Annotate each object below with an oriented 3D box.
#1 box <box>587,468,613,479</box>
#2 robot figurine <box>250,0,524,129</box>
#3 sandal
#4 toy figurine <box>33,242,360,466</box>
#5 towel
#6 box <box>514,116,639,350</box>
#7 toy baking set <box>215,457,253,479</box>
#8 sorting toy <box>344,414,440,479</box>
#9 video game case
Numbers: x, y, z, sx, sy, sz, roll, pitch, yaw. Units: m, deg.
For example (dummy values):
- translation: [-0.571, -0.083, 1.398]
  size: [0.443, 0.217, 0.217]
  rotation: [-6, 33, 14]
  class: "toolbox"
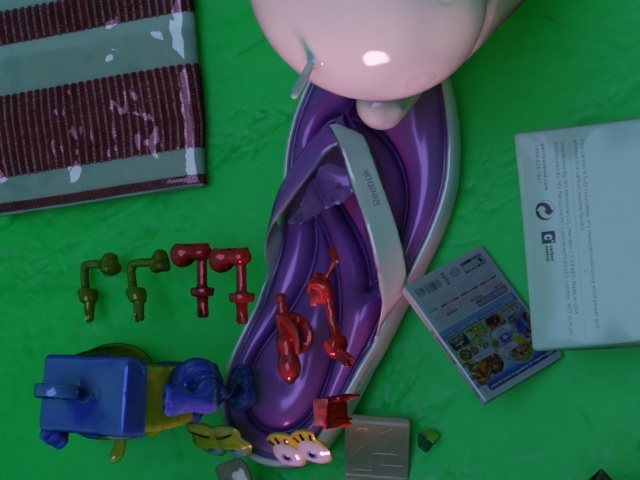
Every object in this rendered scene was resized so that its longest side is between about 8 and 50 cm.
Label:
- translation: [0.181, 0.366, 1.274]
  size: [0.307, 0.076, 0.242]
  rotation: [-45, 82, 13]
  class: "box"
- translation: [0.071, -0.239, 1.339]
  size: [0.199, 0.353, 0.300]
  rotation: [14, 126, 25]
  class: "robot figurine"
- translation: [0.014, 0.003, 1.469]
  size: [0.169, 0.102, 0.416]
  rotation: [14, 91, 22]
  class: "sandal"
- translation: [-0.172, 0.099, 1.422]
  size: [0.362, 0.217, 0.191]
  rotation: [1, 92, 41]
  class: "toy figurine"
- translation: [-0.228, -0.198, 1.623]
  size: [0.237, 0.037, 0.329]
  rotation: [-8, 84, 20]
  class: "towel"
- translation: [0.264, -0.005, 1.358]
  size: [0.182, 0.119, 0.181]
  rotation: [-7, 83, 22]
  class: "box"
- translation: [-0.108, 0.329, 1.475]
  size: [0.197, 0.030, 0.256]
  rotation: [41, 101, 20]
  class: "toy baking set"
- translation: [0.063, 0.184, 1.475]
  size: [0.083, 0.012, 0.062]
  rotation: [3, 106, 6]
  class: "sorting toy"
- translation: [0.138, 0.071, 1.434]
  size: [0.087, 0.011, 0.122]
  rotation: [-27, 71, -24]
  class: "video game case"
